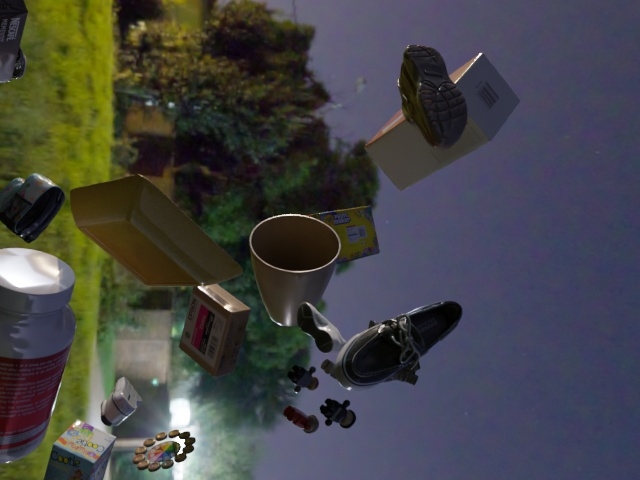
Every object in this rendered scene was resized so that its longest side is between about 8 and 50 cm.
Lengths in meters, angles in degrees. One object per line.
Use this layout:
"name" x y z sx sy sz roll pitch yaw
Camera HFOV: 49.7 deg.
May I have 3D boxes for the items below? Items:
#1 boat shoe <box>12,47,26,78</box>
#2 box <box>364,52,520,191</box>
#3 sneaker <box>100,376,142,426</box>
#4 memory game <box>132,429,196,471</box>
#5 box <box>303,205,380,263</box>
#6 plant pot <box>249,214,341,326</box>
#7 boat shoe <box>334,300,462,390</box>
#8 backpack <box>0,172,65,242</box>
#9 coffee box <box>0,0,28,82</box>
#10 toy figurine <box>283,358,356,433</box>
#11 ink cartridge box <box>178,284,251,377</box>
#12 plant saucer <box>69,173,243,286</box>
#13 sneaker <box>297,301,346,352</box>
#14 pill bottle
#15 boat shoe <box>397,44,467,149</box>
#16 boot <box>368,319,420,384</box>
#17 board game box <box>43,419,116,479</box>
"boat shoe" -0.903 -0.543 2.005 0.219 0.078 0.070 107 -31 -55
"box" 0.318 -0.308 1.845 0.345 0.168 0.215 -29 -165 51
"sneaker" -0.545 0.433 1.855 0.094 0.091 0.258 54 -9 -1
"memory game" -0.448 0.599 1.979 0.186 0.186 0.012 -135 -148 -67
"box" 0.000 0.000 2.400 0.279 0.290 0.177 -12 -91 39
"plant pot" -0.084 0.110 2.002 0.256 0.257 0.274 -108 -160 -49
"boat shoe" 0.168 0.207 1.405 0.113 0.306 0.105 65 -30 12
"backpack" -0.873 -0.110 2.082 0.188 0.144 0.166 -48 168 -13
"coffee box" -0.653 -0.395 1.302 0.246 0.141 0.098 -33 -102 53
"toy figurine" 0.004 0.487 2.156 0.213 0.148 0.209 -19 -129 28
"ink cartridge box" -0.332 0.275 2.150 0.193 0.088 0.234 29 -67 34
"plant saucer" -0.391 0.006 1.560 0.333 0.333 0.081 -3 -131 46
"sneaker" 0.000 0.192 1.505 0.053 0.061 0.152 -57 -133 19
"pill bottle" -0.633 0.230 1.401 0.407 0.229 0.229 -67 -156 21
"boat shoe" 0.248 -0.315 1.585 0.116 0.123 0.324 114 -21 -46
"boot" 0.230 0.349 2.164 0.083 0.161 0.246 -82 167 -58
"board game box" -0.758 0.725 2.143 0.142 0.144 0.275 -56 168 -69
